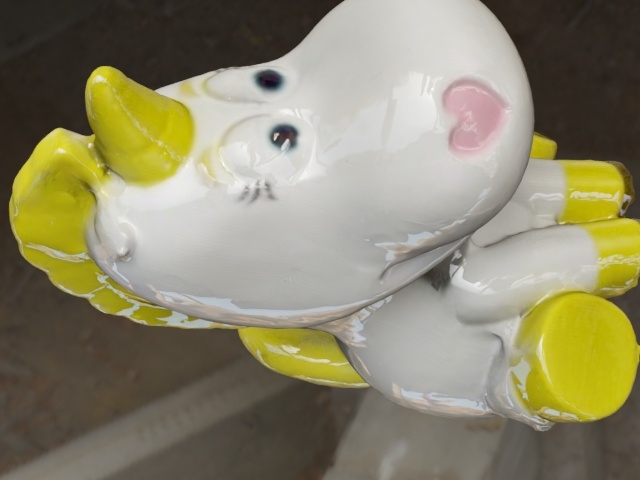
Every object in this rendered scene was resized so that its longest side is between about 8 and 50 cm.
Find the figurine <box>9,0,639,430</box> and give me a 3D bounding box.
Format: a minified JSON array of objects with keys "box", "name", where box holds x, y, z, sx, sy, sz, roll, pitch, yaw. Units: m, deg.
[{"box":[0.005,-0.004,0.430,0.130,0.109,0.178,-23,150,22],"name":"figurine"}]
